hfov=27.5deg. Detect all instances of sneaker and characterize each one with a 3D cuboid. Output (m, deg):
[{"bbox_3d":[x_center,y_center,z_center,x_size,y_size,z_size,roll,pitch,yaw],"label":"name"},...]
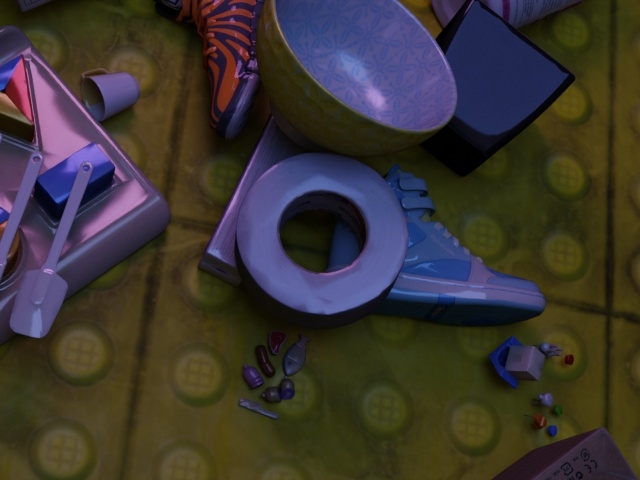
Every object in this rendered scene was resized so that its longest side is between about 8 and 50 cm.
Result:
[{"bbox_3d":[-0.156,-0.288,1.812,0.180,0.124,0.321,16,55,-8],"label":"sneaker"},{"bbox_3d":[0.162,0.002,1.793,0.319,0.127,0.208,9,69,-16],"label":"sneaker"}]

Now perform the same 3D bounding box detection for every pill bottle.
[{"bbox_3d":[0.317,-0.413,1.984,0.283,0.160,0.160,-26,80,-25],"label":"pill bottle"}]

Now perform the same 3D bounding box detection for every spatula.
[{"bbox_3d":[-0.373,-0.011,1.589,0.168,0.019,0.242,17,63,-3],"label":"spatula"}]

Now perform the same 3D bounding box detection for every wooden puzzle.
[{"bbox_3d":[-0.407,-0.081,1.657,0.322,0.080,0.348,-37,85,-27],"label":"wooden puzzle"}]

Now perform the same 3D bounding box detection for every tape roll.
[{"bbox_3d":[0.000,0.000,1.672,0.219,0.072,0.219,1,71,-4],"label":"tape roll"}]

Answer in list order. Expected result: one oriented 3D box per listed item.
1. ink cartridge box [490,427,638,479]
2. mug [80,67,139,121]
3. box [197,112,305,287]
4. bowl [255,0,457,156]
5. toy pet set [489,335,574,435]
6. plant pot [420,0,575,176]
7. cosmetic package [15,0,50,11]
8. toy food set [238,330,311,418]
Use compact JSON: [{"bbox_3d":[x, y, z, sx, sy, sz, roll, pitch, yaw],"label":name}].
[{"bbox_3d":[0.255,0.344,1.654,0.235,0.193,0.088,-31,84,-25],"label":"ink cartridge box"},{"bbox_3d":[-0.282,-0.205,1.760,0.064,0.062,0.078,-23,85,-33],"label":"mug"},{"bbox_3d":[-0.072,-0.092,1.784,0.067,0.063,0.324,26,64,-7],"label":"box"},{"bbox_3d":[0.019,-0.208,1.718,0.289,0.156,0.289,24,43,-24],"label":"bowl"},{"bbox_3d":[0.286,0.193,1.812,0.114,0.065,0.122,39,60,-41],"label":"toy pet set"},{"bbox_3d":[0.216,-0.204,1.867,0.188,0.187,0.167,39,75,-2],"label":"plant pot"},{"bbox_3d":[-0.301,-0.446,1.745,0.296,0.153,0.129,-24,60,-12],"label":"cosmetic package"},{"bbox_3d":[-0.062,0.168,1.712,0.078,0.019,0.122,22,65,-10],"label":"toy food set"}]
